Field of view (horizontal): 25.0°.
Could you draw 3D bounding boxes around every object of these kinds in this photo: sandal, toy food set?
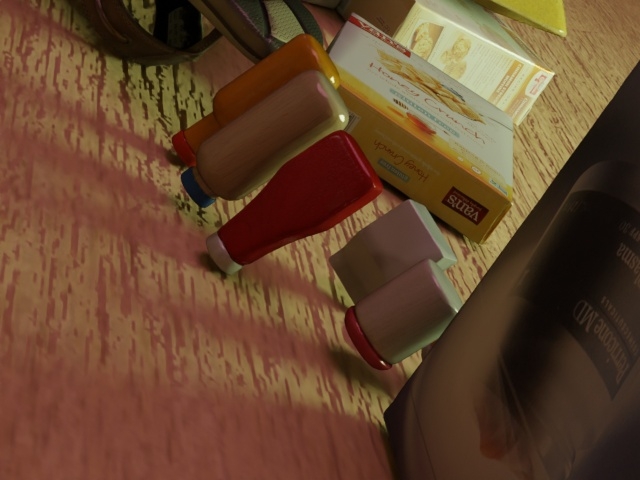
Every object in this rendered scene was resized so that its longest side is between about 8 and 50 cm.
[{"bbox_3d":[-0.116,-0.165,0.966,0.302,0.086,0.120,30,12,35],"label":"sandal"},{"bbox_3d":[0.000,0.000,0.801,0.232,0.104,0.111,59,12,12],"label":"toy food set"}]

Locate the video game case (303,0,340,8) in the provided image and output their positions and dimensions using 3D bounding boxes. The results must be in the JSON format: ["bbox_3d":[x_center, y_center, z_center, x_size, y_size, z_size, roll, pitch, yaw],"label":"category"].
[{"bbox_3d":[-0.070,-0.276,1.351,0.143,0.019,0.157,47,23,27],"label":"video game case"}]

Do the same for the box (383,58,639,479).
[{"bbox_3d":[0.190,0.081,0.584,0.182,0.294,0.296,25,23,-20],"label":"box"}]

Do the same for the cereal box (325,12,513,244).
[{"bbox_3d":[0.073,-0.097,1.141,0.173,0.047,0.240,33,21,-6],"label":"cereal box"}]

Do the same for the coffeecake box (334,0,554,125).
[{"bbox_3d":[0.115,-0.201,1.403,0.185,0.068,0.142,20,24,-34],"label":"coffeecake box"}]

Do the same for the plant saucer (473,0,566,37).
[{"bbox_3d":[0.073,-0.332,1.476,0.332,0.081,0.333,23,10,-21],"label":"plant saucer"}]
